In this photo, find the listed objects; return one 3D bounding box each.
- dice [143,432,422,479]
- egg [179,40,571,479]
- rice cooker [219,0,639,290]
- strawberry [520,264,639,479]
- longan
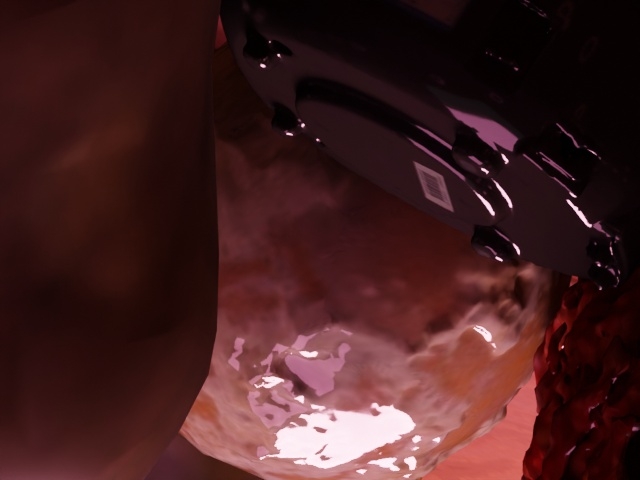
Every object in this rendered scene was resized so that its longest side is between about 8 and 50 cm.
[{"bbox_3d":[-0.076,0.131,1.231,0.238,0.233,0.227,22,160,24],"label":"dice"},{"bbox_3d":[0.007,0.004,0.786,0.203,0.203,0.245,35,156,-16],"label":"egg"},{"bbox_3d":[0.060,-0.067,0.617,0.203,0.118,0.142,28,164,23],"label":"rice cooker"},{"bbox_3d":[0.169,0.087,0.677,0.220,0.274,0.274,38,170,35],"label":"strawberry"},{"bbox_3d":[-0.191,-0.080,0.578,0.404,0.336,0.404,20,126,31],"label":"longan"}]
